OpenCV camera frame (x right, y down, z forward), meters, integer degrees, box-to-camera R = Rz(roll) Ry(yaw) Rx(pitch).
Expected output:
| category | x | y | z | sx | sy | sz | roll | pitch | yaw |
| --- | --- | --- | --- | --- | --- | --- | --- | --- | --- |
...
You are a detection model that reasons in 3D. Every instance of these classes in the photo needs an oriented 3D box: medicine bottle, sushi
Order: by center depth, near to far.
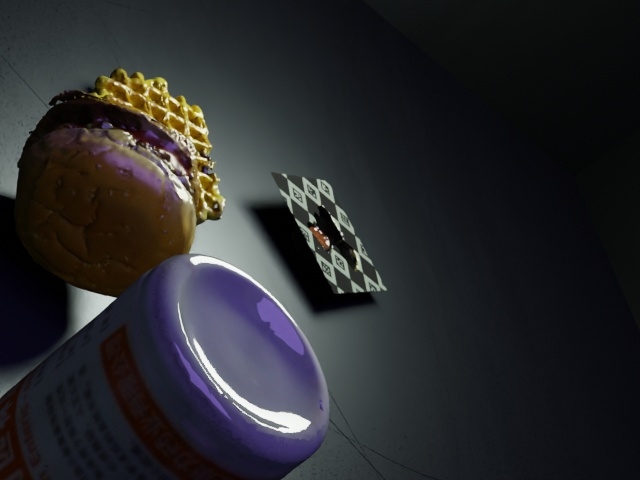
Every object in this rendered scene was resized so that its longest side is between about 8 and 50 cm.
| category | x | y | z | sx | sy | sz | roll | pitch | yaw |
| --- | --- | --- | --- | --- | --- | --- | --- | --- | --- |
| medicine bottle | -0.188 | 0.192 | 1.068 | 0.211 | 0.371 | 0.211 | 40 | 26 | -25 |
| sushi | 0.000 | 0.000 | 2.036 | 0.231 | 0.047 | 0.220 | 62 | 22 | 14 |

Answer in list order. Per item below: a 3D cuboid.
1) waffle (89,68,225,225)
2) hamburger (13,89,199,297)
| category | x | y | z | sx | sy | sz | roll | pitch | yaw |
| --- | --- | --- | --- | --- | --- | --- | --- | --- | --- |
| waffle | -0.241 | -0.135 | 1.798 | 0.283 | 0.065 | 0.309 | 49 | 28 | 1 |
| hamburger | -0.261 | -0.049 | 1.448 | 0.244 | 0.244 | 0.163 | 39 | 39 | -23 |
